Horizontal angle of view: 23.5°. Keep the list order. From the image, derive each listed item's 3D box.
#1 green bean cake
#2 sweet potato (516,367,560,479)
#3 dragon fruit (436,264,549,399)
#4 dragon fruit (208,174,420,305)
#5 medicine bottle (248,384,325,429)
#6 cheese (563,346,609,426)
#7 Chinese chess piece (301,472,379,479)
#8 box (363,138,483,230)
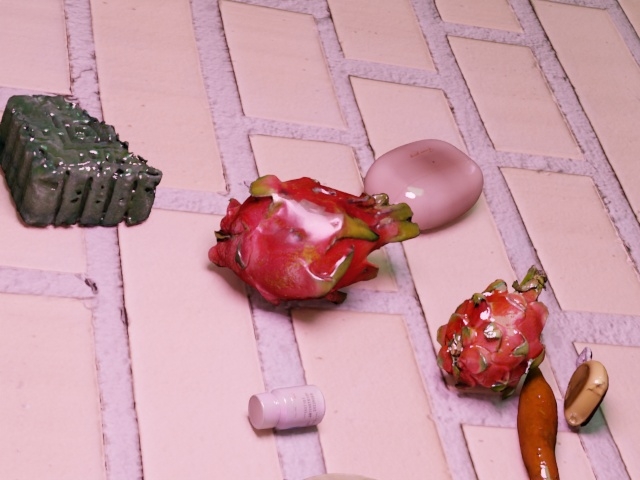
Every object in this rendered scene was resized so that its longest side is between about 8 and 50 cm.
[{"bbox_3d":[-0.343,-0.119,2.152,0.193,0.107,0.208,-5,42,-28],"label":"green bean cake"},{"bbox_3d":[0.286,0.259,2.016,0.057,0.057,0.264,15,41,-7],"label":"sweet potato"},{"bbox_3d":[0.249,0.120,2.103,0.135,0.137,0.236,40,41,1],"label":"dragon fruit"},{"bbox_3d":[-0.011,-0.006,2.123,0.200,0.198,0.269,16,27,40],"label":"dragon fruit"},{"bbox_3d":[-0.042,0.210,1.924,0.089,0.052,0.052,-4,43,-29],"label":"medicine bottle"},{"bbox_3d":[0.368,0.191,2.127,0.036,0.086,0.162,27,23,-2],"label":"cheese"},{"bbox_3d":[0.035,0.377,1.711,0.250,0.101,0.250,13,38,-10],"label":"Chinese chess piece"},{"bbox_3d":[0.159,-0.087,2.357,0.200,0.088,0.146,-23,53,-41],"label":"box"}]
